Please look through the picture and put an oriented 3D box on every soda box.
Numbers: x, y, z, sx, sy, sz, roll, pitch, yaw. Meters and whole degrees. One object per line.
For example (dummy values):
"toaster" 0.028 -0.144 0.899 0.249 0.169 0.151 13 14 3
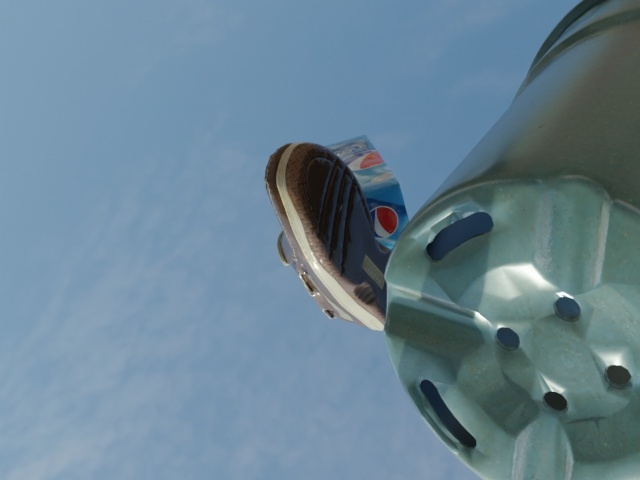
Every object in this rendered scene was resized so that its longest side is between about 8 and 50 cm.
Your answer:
"soda box" 0.045 -0.052 1.120 0.067 0.071 0.210 -17 -159 -2

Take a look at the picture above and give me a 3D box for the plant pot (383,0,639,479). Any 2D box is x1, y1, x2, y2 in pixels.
"plant pot" 0.233 0.003 0.730 0.341 0.341 0.334 -1 -155 38

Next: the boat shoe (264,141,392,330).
"boat shoe" -0.003 0.007 0.933 0.095 0.257 0.095 3 -125 30
